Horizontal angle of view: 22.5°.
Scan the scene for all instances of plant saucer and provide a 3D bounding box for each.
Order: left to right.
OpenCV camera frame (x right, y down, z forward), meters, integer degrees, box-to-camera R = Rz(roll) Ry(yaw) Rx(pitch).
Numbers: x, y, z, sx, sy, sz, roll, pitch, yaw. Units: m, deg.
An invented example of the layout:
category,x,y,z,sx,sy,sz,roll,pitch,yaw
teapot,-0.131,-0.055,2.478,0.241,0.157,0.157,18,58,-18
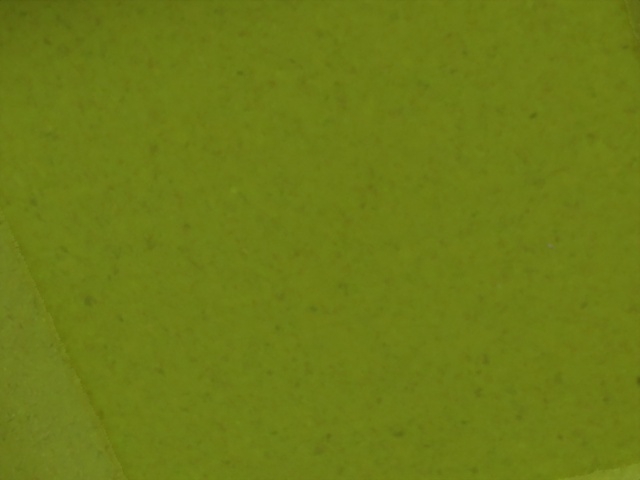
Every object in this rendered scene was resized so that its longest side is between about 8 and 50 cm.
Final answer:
category,x,y,z,sx,sy,sz,roll,pitch,yaw
plant saucer,0.000,0.000,0.548,0.332,0.081,0.333,-15,109,20

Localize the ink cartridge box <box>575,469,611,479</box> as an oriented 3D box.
category,x,y,z,sx,sy,sz,roll,pitch,yaw
ink cartridge box,0.241,0.113,0.581,0.296,0.066,0.261,14,75,20
